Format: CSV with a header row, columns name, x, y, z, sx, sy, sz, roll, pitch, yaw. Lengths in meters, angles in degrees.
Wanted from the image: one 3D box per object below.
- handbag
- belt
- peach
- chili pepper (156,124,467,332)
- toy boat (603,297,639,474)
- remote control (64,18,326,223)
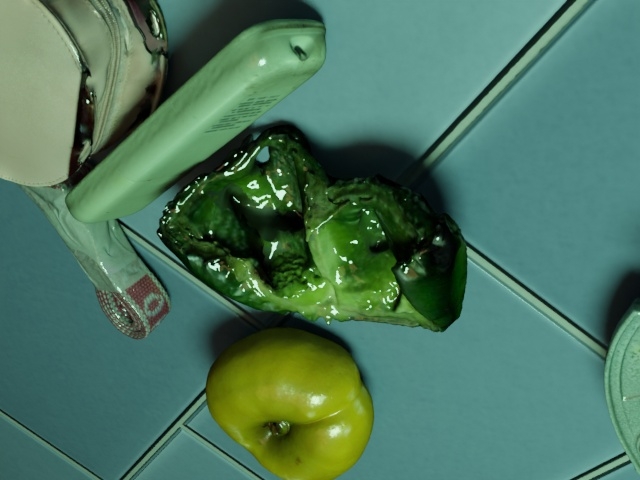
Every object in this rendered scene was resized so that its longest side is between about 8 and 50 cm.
name,x,y,z,sx,sy,sz,roll,pitch,yaw
handbag,-0.225,-0.145,0.731,0.179,0.116,0.205,28,135,3
belt,-0.224,0.000,0.903,0.071,0.053,0.232,-4,126,40
peach,-0.027,0.166,0.910,0.179,0.103,0.179,12,131,15
chili pepper,-0.001,-0.006,0.754,0.264,0.116,0.148,6,142,24
toy boat,0.323,0.168,0.735,0.141,0.092,0.320,-22,115,34
remote control,-0.110,-0.087,0.743,0.309,0.090,0.038,-31,80,43
